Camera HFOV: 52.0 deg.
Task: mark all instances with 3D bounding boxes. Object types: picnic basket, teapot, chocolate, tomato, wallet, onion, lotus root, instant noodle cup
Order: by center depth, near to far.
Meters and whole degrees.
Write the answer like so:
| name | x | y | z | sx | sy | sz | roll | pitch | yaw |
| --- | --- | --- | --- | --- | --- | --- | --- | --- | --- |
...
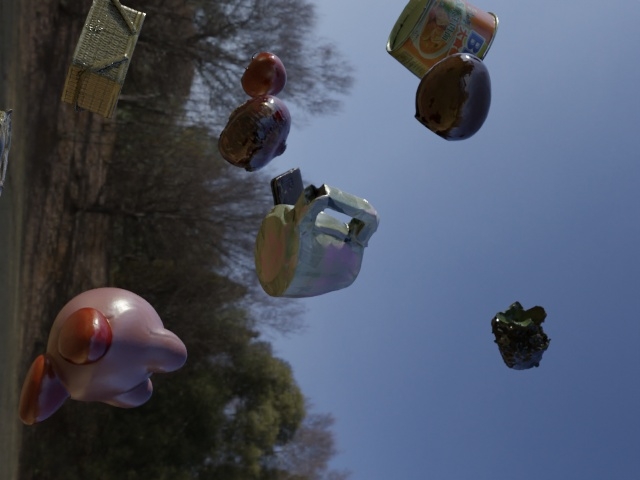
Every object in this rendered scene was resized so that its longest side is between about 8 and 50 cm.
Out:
| name | x | y | z | sx | sy | sz | roll | pitch | yaw |
| --- | --- | --- | --- | --- | --- | --- | --- | --- | --- |
| picnic basket | -0.338 | -0.284 | 1.022 | 0.115 | 0.079 | 0.164 | -38 | -141 | 55 |
| lotus root | -0.547 | -0.140 | 1.063 | 0.260 | 0.074 | 0.170 | -136 | -124 | -59 |
| teapot | -0.007 | -0.003 | 1.174 | 0.163 | 0.178 | 0.222 | 36 | -65 | 54 |
| chocolate | 0.270 | -0.283 | 1.293 | 0.177 | 0.176 | 0.177 | -177 | -90 | -68 |
| wallet | -0.056 | -0.044 | 1.508 | 0.031 | 0.122 | 0.232 | 0 | -71 | 30 |
| instant noodle cup | 0.338 | -0.590 | 1.908 | 0.296 | 0.214 | 0.296 | -54 | -162 | 27 |
| onion | -0.185 | -0.312 | 1.920 | 0.246 | 0.190 | 0.246 | -53 | -174 | 8 |
| tomato | -0.191 | -0.573 | 2.295 | 0.167 | 0.167 | 0.167 | -177 | -90 | -68 |

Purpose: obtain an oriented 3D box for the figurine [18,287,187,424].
| name | x | y | z | sx | sy | sz | roll | pitch | yaw |
| --- | --- | --- | --- | --- | --- | --- | --- | --- | --- |
| figurine | -0.423 | 0.194 | 1.259 | 0.270 | 0.261 | 0.211 | -46 | -124 | 25 |

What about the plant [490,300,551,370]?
| name | x | y | z | sx | sy | sz | roll | pitch | yaw |
| --- | --- | --- | --- | --- | --- | --- | --- | --- | --- |
| plant | 0.524 | 0.246 | 1.719 | 0.131 | 0.142 | 0.203 | -96 | 165 | -47 |
